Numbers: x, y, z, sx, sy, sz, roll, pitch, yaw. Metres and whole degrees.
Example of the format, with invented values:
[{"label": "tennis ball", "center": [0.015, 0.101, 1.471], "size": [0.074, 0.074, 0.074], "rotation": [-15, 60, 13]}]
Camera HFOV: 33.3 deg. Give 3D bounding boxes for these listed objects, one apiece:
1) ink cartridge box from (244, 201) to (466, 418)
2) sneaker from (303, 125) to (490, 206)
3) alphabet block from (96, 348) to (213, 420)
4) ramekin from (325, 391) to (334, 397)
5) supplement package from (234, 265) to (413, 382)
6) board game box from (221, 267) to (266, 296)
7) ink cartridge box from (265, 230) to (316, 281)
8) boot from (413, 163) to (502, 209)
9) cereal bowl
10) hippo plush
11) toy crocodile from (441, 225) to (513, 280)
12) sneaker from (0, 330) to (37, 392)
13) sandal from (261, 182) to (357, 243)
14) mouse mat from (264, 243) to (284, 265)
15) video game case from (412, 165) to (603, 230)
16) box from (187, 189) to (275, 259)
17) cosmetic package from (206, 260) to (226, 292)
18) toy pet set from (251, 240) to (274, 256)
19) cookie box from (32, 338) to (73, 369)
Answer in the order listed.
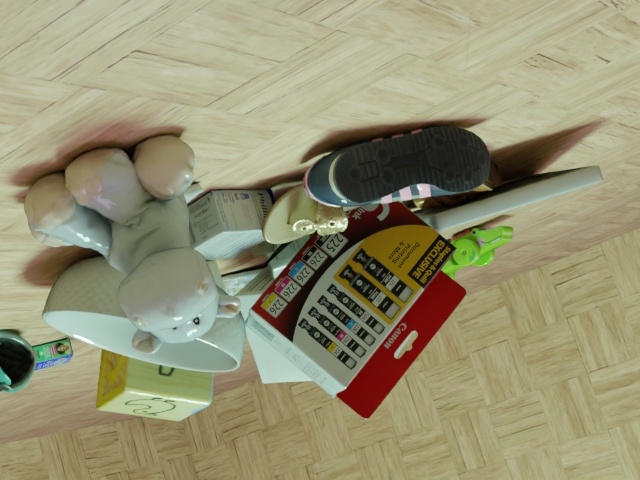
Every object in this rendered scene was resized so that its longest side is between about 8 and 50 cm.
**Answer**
[{"label": "ink cartridge box", "center": [0.076, 0.097, 1.796], "size": [0.309, 0.272, 0.130], "rotation": [-50, 177, -17]}, {"label": "sneaker", "center": [0.117, -0.114, 1.651], "size": [0.319, 0.112, 0.131], "rotation": [-6, 180, -35]}, {"label": "alphabet block", "center": [-0.353, 0.268, 2.301], "size": [0.197, 0.193, 0.192], "rotation": [13, 153, -26]}, {"label": "ramekin", "center": [0.032, 0.252, 2.761], "size": [0.135, 0.277, 0.277], "rotation": [-24, 169, -11]}, {"label": "supplement package", "center": [0.011, 0.143, 2.100], "size": [0.263, 0.199, 0.198], "rotation": [-7, -160, 29]}, {"label": "board game box", "center": [-0.111, 0.128, 2.416], "size": [0.390, 0.050, 0.390], "rotation": [-11, 165, -12]}, {"label": "ink cartridge box", "center": [0.000, 0.000, 1.978], "size": [0.208, 0.086, 0.153], "rotation": [-17, 169, -6]}, {"label": "boot", "center": [0.235, -0.099, 1.922], "size": [0.152, 0.073, 0.197], "rotation": [-18, 166, 20]}, {"label": "cereal bowl", "center": [-0.282, 0.107, 1.782], "size": [0.339, 0.141, 0.339], "rotation": [11, 162, 4]}, {"label": "hippo plush", "center": [-0.241, 0.027, 1.379], "size": [0.234, 0.236, 0.294], "rotation": [-17, 168, -6]}, {"label": "toy crocodile", "center": [0.323, 0.040, 2.648], "size": [0.340, 0.105, 0.115], "rotation": [-32, 162, 34]}, {"label": "sneaker", "center": [-0.672, 0.257, 2.060], "size": [0.295, 0.123, 0.178], "rotation": [-18, 176, -41]}, {"label": "sandal", "center": [0.025, -0.052, 1.678], "size": [0.240, 0.088, 0.079], "rotation": [-26, -145, -31]}, {"label": "mouse mat", "center": [-0.014, -0.033, 1.808], "size": [0.190, 0.007, 0.152], "rotation": [-40, 178, -23]}, {"label": "video game case", "center": [0.326, -0.077, 2.048], "size": [0.329, 0.036, 0.300], "rotation": [-16, -177, -11]}, {"label": "box", "center": [-0.152, -0.024, 1.682], "size": [0.126, 0.072, 0.137], "rotation": [-28, 164, 38]}, {"label": "cosmetic package", "center": [-0.290, 0.118, 2.104], "size": [0.117, 0.085, 0.231], "rotation": [-9, 164, -33]}, {"label": "toy pet set", "center": [-0.116, -0.023, 1.832], "size": [0.122, 0.065, 0.114], "rotation": [-15, -157, 0]}, {"label": "cookie box", "center": [-0.606, 0.255, 2.362], "size": [0.107, 0.040, 0.092], "rotation": [-13, 168, -23]}]
